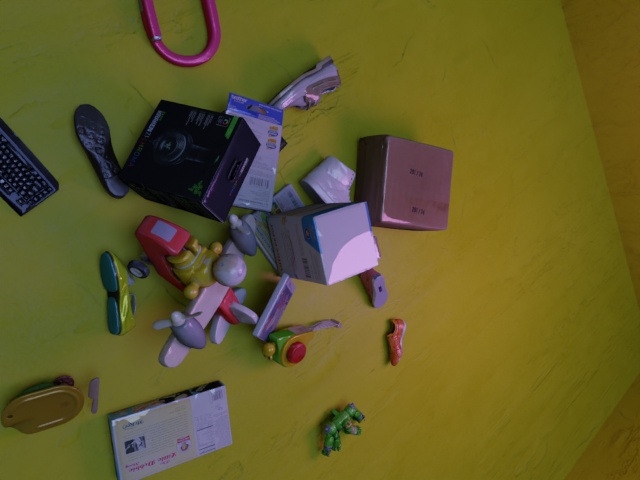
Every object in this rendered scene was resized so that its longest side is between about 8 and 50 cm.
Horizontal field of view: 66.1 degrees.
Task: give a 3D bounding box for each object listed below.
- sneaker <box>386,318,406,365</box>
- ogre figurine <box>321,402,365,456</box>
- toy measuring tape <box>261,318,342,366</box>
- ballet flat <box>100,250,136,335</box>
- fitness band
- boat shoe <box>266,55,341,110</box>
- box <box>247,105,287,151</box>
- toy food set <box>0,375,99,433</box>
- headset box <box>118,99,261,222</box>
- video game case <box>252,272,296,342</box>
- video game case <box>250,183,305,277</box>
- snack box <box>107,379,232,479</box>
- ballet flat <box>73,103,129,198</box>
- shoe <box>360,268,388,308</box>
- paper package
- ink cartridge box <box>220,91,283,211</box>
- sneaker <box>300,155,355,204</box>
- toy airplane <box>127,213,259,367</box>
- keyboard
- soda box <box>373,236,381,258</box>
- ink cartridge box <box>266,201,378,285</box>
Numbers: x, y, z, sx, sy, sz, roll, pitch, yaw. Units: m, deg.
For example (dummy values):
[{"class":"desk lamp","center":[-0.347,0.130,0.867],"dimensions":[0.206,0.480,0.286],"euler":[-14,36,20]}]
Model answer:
[{"class":"sneaker","center":[0.274,0.380,1.841],"dimensions":[0.067,0.064,0.175],"euler":[8,83,-13]},{"class":"ogre figurine","center":[0.073,0.644,1.702],"dimensions":[0.197,0.097,0.118],"euler":[-22,123,-14]},{"class":"toy measuring tape","center":[-0.060,0.336,1.597],"dimensions":[0.330,0.121,0.121],"euler":[-4,95,-46]},{"class":"ballet flat","center":[-0.530,0.136,1.305],"dimensions":[0.077,0.077,0.231],"euler":[-14,104,-53]},{"class":"fitness band","center":[-0.386,-0.633,1.359],"dimensions":[0.209,0.054,0.291],"euler":[-17,103,-31]},{"class":"boat shoe","center":[-0.044,-0.468,1.552],"dimensions":[0.302,0.113,0.103],"euler":[-43,108,-24]},{"class":"box","center":[-0.228,-0.275,1.483],"dimensions":[0.233,0.044,0.159],"euler":[-50,116,-20]},{"class":"toy food set","center":[-0.671,0.397,1.229],"dimensions":[0.217,0.071,0.128],"euler":[-10,122,-30]},{"class":"headset box","center":[-0.323,-0.204,1.270],"dimensions":[0.246,0.283,0.131],"euler":[-67,159,-15]},{"class":"video game case","center":[-0.137,0.210,1.505],"dimensions":[0.023,0.183,0.201],"euler":[25,76,11]},{"class":"video game case","center":[-0.114,-0.032,1.582],"dimensions":[0.206,0.026,0.227],"euler":[-43,114,-24]},{"class":"snack box","center":[-0.418,0.537,1.395],"dimensions":[0.321,0.060,0.187],"euler":[-9,97,-32]},{"class":"ballet flat","center":[-0.565,-0.225,1.270],"dimensions":[0.084,0.058,0.250],"euler":[-28,103,-32]},{"class":"shoe","center":[0.192,0.164,1.767],"dimensions":[0.063,0.081,0.178],"euler":[-29,137,-16]},{"class":"paper package","center":[0.293,-0.193,1.751],"dimensions":[0.324,0.168,0.310],"euler":[4,92,-33]},{"class":"ink cartridge box","center":[-0.215,-0.249,1.429],"dimensions":[0.185,0.065,0.311],"euler":[9,90,-33]},{"class":"sneaker","center":[0.084,-0.146,1.650],"dimensions":[0.169,0.108,0.292],"euler":[-48,112,-19]},{"class":"toy airplane","center":[-0.289,0.113,1.327],"dimensions":[0.384,0.272,0.386],"euler":[-4,82,-50]},{"class":"keyboard","center":[-0.793,-0.190,1.135],"dimensions":[0.201,0.033,0.317],"euler":[-45,114,-22]},{"class":"soda box","center":[0.101,0.027,1.608],"dimensions":[0.069,0.216,0.074],"euler":[-22,104,-30]},{"class":"ink cartridge box","center":[0.000,0.000,1.481],"dimensions":[0.197,0.270,0.198],"euler":[-19,103,-32]}]
